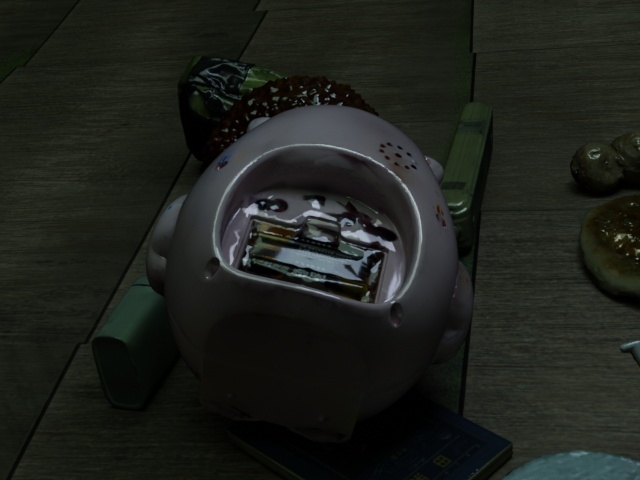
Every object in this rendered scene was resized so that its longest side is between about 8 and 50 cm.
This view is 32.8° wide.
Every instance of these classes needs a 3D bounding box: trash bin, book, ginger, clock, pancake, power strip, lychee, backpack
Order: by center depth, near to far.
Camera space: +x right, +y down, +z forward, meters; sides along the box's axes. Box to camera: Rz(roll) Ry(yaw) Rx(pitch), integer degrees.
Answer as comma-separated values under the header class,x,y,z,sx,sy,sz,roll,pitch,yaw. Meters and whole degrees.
class,x,y,z,sx,sy,sz,roll,pitch,yaw
book,0.051,0.225,1.219,0.191,0.025,0.269,-31,38,-34
clock,0.000,0.000,1.238,0.368,0.250,0.376,14,49,1
trash bin,-0.225,0.126,1.355,0.059,0.116,0.130,3,33,18
pancake,0.480,0.002,1.481,0.282,0.049,0.282,-5,28,3
lychee,-0.028,-0.104,1.551,0.276,0.275,0.304,4,-2,18
power strip,0.215,-0.094,1.652,0.066,0.092,0.387,0,31,15
ginger,0.481,-0.126,1.662,0.204,0.080,0.104,-14,-1,-13
backpack,-0.111,-0.195,1.789,0.253,0.207,0.140,12,50,16

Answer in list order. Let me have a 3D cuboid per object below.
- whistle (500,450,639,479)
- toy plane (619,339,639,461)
class,x,y,z,sx,sy,sz,roll,pitch,yaw
whistle,0.211,0.338,0.860,0.188,0.168,0.404,2,32,14
toy plane,0.366,0.199,1.040,0.117,0.244,0.244,-34,29,12
